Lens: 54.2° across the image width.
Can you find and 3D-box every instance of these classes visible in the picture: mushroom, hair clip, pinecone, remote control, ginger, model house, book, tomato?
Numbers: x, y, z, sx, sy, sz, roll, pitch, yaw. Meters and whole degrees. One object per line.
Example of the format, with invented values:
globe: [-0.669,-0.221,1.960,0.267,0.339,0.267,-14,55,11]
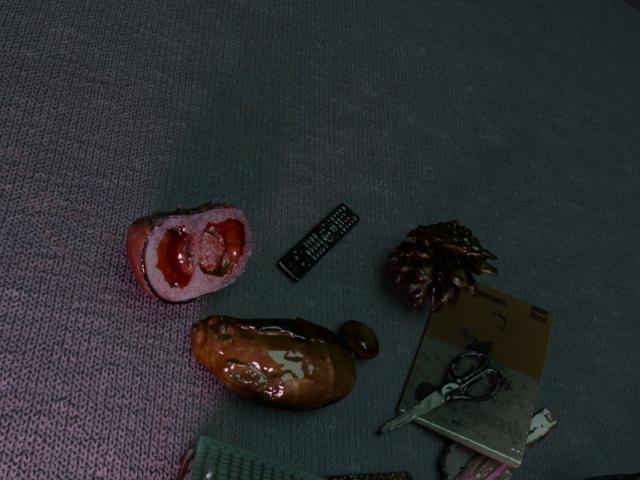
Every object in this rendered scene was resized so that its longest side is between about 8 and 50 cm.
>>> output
mushroom: [0.079,0.221,1.260,0.088,0.073,0.129,40,49,-44]
hair clip: [0.371,0.452,1.296,0.300,0.069,0.173,-28,76,-25]
pinecone: [0.259,0.057,1.362,0.202,0.229,0.201,43,95,-10]
remote control: [0.000,0.000,1.361,0.063,0.025,0.245,46,53,1]
ginger: [-0.074,0.215,1.122,0.321,0.172,0.165,21,94,-19]
model house: [-0.126,0.422,0.951,0.224,0.215,0.198,26,57,-15]
book: [0.348,0.263,1.364,0.269,0.032,0.388,22,54,7]
tomato: [-0.252,0.008,1.134,0.214,0.155,0.180,-11,107,-37]

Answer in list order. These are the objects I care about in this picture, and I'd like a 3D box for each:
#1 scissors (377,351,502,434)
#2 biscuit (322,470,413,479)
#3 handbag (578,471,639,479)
scissors: [0.238,0.320,1.274,0.300,0.022,0.109,-23,56,-22]
biscuit: [0.086,0.488,1.129,0.237,0.026,0.131,10,52,-32]
handbag: [0.561,0.586,1.224,0.263,0.241,0.222,-14,71,-33]
